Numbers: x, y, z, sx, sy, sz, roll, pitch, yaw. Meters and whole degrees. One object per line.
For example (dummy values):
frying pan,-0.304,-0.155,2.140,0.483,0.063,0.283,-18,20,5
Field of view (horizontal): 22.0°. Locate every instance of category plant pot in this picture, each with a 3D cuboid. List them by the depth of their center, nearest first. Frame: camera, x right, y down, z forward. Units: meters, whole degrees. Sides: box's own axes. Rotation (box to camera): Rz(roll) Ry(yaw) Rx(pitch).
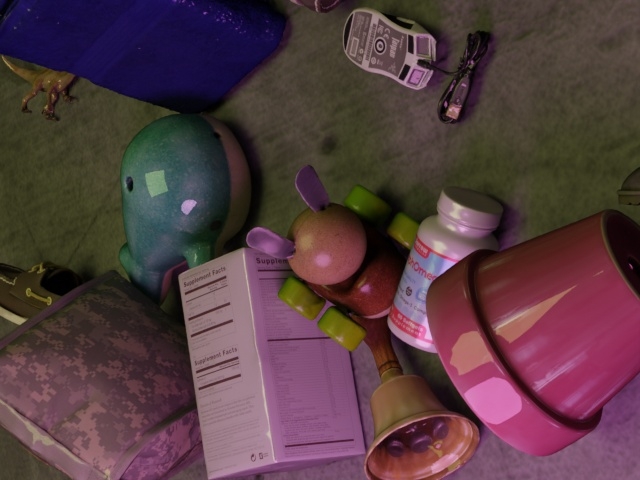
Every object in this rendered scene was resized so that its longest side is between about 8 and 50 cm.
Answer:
plant pot,0.228,0.072,1.515,0.180,0.201,0.201,-36,63,27

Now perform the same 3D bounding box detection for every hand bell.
hand bell,0.073,0.134,1.777,0.126,0.126,0.242,-56,39,35

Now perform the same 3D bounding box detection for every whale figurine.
whale figurine,-0.199,-0.035,2.054,0.272,0.141,0.216,-55,51,36

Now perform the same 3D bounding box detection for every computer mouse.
computer mouse,0.101,-0.202,1.771,0.193,0.042,0.106,32,120,39

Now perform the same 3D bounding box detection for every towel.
towel,-0.222,-0.262,1.962,0.228,0.308,0.076,-35,47,44

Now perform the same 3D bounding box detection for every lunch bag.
lunch bag,-0.267,0.193,1.977,0.235,0.287,0.169,36,120,15

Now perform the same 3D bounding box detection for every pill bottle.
pill bottle,0.132,0.029,1.696,0.087,0.087,0.160,38,118,44

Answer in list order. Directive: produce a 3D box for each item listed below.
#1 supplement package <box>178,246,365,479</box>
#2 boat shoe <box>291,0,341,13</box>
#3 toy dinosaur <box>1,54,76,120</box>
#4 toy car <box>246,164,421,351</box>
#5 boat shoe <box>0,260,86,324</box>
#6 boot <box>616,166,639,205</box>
supplement package,-0.057,0.139,1.887,0.134,0.139,0.244,-22,72,47
boat shoe,0.051,-0.360,1.776,0.091,0.109,0.305,38,130,15
toy dinosaur,-0.396,-0.224,2.377,0.183,0.053,0.092,6,80,43
toy car,0.000,0.000,1.740,0.149,0.188,0.155,35,89,44
boat shoe,-0.359,0.085,2.276,0.324,0.117,0.096,26,105,43
boot,0.335,-0.142,1.459,0.190,0.076,0.208,-13,87,35
